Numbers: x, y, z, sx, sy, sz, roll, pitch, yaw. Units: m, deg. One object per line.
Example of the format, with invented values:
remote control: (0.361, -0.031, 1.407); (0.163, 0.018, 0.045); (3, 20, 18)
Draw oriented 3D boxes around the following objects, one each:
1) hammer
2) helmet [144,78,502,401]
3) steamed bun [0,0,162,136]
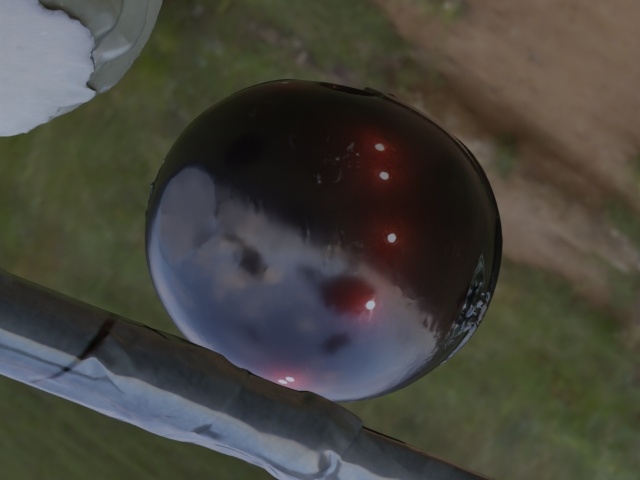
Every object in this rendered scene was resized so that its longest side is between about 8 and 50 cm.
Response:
hammer: (0.012, 0.069, 0.592); (0.426, 0.044, 0.152); (23, -179, -25)
helmet: (0.000, 0.000, 1.144); (0.216, 0.189, 0.193); (19, -171, 5)
steamed bun: (-0.135, -0.106, 0.614); (0.182, 0.106, 0.183); (1, 160, 0)
